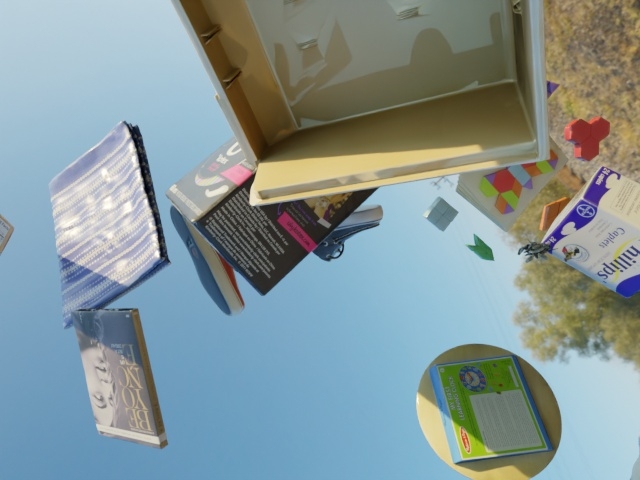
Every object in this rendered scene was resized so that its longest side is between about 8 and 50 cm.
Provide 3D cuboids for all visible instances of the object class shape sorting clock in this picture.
[{"bbox_3d":[0.251,0.255,0.656,0.040,0.206,0.206,82,170,-52],"label":"shape sorting clock"}]

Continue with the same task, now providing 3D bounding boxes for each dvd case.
[{"bbox_3d":[-0.326,0.217,0.692,0.018,0.165,0.221,-20,-78,-58],"label":"dvd case"}]

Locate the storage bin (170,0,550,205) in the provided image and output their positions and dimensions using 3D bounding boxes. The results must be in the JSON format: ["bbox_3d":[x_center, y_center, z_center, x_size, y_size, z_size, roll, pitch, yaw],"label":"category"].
[{"bbox_3d":[0.007,-0.177,0.311,0.123,0.261,0.262,-73,-33,-46],"label":"storage bin"}]

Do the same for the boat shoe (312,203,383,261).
[{"bbox_3d":[0.000,0.000,0.711,0.080,0.229,0.076,-40,-66,-68],"label":"boat shoe"}]

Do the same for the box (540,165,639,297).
[{"bbox_3d":[0.400,-0.008,0.586,0.137,0.126,0.072,34,-116,18],"label":"box"}]

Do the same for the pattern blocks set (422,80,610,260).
[{"bbox_3d":[0.342,-0.123,0.765,0.285,0.324,0.026,27,-174,-14],"label":"pattern blocks set"}]

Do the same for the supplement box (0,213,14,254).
[{"bbox_3d":[-0.607,-0.051,0.706,0.078,0.233,0.080,10,-120,-4],"label":"supplement box"}]

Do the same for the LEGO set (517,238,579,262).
[{"bbox_3d":[0.306,0.011,0.593,0.054,0.083,0.023,-32,-74,-43],"label":"LEGO set"}]

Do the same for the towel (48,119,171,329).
[{"bbox_3d":[-0.404,-0.042,0.793,0.040,0.243,0.336,35,-153,-59],"label":"towel"}]

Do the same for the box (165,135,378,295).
[{"bbox_3d":[-0.051,-0.086,0.600,0.165,0.270,0.143,30,160,54],"label":"box"}]

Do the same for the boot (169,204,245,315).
[{"bbox_3d":[-0.166,0.013,0.861,0.176,0.088,0.244,-24,-90,-37],"label":"boot"}]

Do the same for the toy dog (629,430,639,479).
[{"bbox_3d":[0.680,0.411,0.641,0.284,0.395,0.408,44,178,-19],"label":"toy dog"}]
